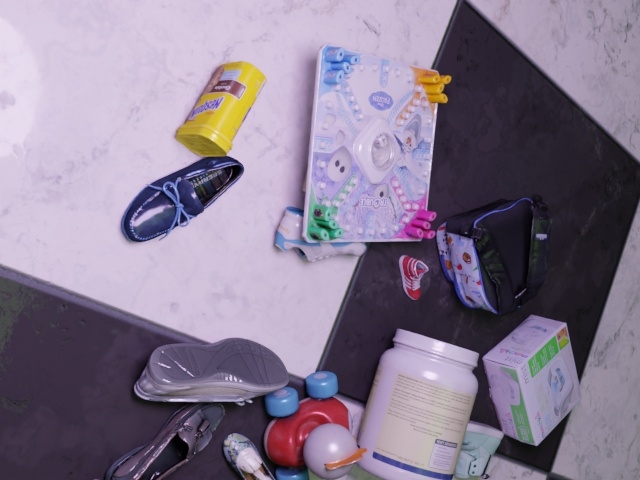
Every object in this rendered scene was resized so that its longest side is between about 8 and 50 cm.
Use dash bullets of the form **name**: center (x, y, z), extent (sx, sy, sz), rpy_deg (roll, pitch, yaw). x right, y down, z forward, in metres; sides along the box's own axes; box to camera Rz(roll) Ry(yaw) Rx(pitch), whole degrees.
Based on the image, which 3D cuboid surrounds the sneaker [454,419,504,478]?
- **sneaker**: center (0.369, 0.540, 2.044), extent (0.255, 0.094, 0.151), rpy_deg (25, 84, -36)

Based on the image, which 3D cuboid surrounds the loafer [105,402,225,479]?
- **loafer**: center (-0.281, 0.405, 1.521), extent (0.267, 0.084, 0.096), rpy_deg (-36, 116, -29)

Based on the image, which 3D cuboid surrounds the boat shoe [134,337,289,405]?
- **boat shoe**: center (-0.207, 0.267, 1.558), extent (0.320, 0.103, 0.118), rpy_deg (4, 49, -41)

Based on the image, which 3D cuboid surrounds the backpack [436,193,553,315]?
- **backpack**: center (0.421, 0.044, 1.943), extent (0.276, 0.213, 0.264), rpy_deg (-19, 100, -28)

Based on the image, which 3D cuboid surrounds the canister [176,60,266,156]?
- **canister**: center (-0.184, -0.247, 1.482), extent (0.073, 0.126, 0.170), rpy_deg (38, 71, -35)

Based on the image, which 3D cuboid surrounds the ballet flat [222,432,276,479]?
- **ballet flat**: center (-0.137, 0.480, 1.658), extent (0.070, 0.070, 0.188), rpy_deg (-44, 120, -25)

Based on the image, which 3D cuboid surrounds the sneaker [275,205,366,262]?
- **sneaker**: center (0.000, 0.000, 1.694), extent (0.228, 0.087, 0.092), rpy_deg (19, 100, -37)

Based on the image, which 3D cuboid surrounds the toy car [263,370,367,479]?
- **toy car**: center (0.021, 0.425, 1.663), extent (0.210, 0.238, 0.219), rpy_deg (-16, 106, -36)

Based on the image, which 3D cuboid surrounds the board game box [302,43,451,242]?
- **board game box**: center (0.131, -0.188, 1.673), extent (0.389, 0.050, 0.390), rpy_deg (-1, 98, -46)

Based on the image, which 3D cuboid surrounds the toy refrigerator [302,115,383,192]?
- **toy refrigerator**: center (0.053, -0.216, 1.694), extent (0.102, 0.094, 0.270), rpy_deg (19, 85, -45)

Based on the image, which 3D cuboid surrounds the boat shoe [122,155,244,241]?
- **boat shoe**: center (-0.254, -0.090, 1.470), extent (0.258, 0.089, 0.109), rpy_deg (-45, 120, -24)

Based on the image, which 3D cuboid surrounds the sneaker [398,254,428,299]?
- **sneaker**: center (0.229, 0.094, 1.887), extent (0.042, 0.067, 0.119), rpy_deg (-32, 115, -30)

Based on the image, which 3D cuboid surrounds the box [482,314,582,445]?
- **box**: center (0.581, 0.379, 2.169), extent (0.231, 0.126, 0.262), rpy_deg (-32, 116, -32)

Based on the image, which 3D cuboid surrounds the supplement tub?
- **supplement tub**: center (0.225, 0.387, 1.819), extent (0.235, 0.235, 0.325), rpy_deg (21, 83, -38)
